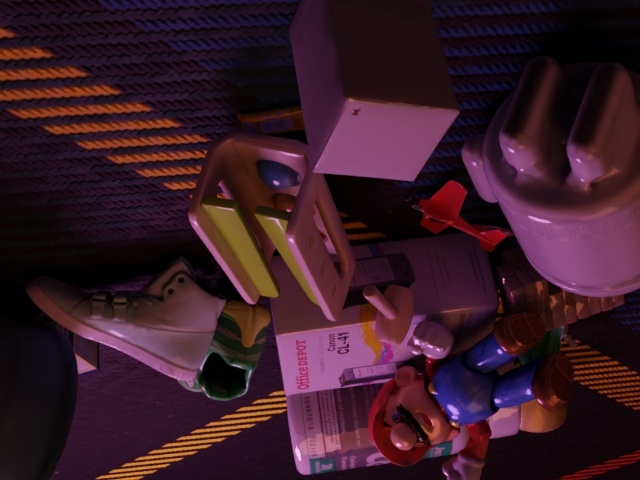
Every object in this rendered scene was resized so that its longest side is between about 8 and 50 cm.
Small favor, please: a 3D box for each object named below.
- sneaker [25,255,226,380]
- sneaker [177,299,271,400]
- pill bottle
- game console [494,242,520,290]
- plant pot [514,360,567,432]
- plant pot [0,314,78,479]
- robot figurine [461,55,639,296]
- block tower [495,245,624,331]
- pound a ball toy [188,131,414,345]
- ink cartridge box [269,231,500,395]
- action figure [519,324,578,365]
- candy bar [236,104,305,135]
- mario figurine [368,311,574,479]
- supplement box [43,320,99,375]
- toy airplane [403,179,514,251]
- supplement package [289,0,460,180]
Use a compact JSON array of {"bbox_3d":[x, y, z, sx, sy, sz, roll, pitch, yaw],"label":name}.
[{"bbox_3d":[-0.254,0.070,1.258,0.256,0.094,0.151,26,94,-11],"label":"sneaker"},{"bbox_3d":[-0.163,0.179,1.379,0.109,0.123,0.295,14,153,-17],"label":"sneaker"},{"bbox_3d":[0.127,0.255,1.516,0.361,0.204,0.204,-8,148,-1],"label":"pill bottle"},{"bbox_3d":[0.300,0.051,1.358,0.071,0.107,0.122,32,148,12],"label":"game console"},{"bbox_3d":[0.389,0.268,1.698,0.134,0.134,0.095,-3,123,-10],"label":"plant pot"},{"bbox_3d":[-0.546,0.196,1.163,0.341,0.341,0.334,-28,136,28],"label":"plant pot"},{"bbox_3d":[0.305,-0.062,1.058,0.300,0.199,0.353,17,162,33],"label":"robot figurine"},{"bbox_3d":[0.404,0.023,1.258,0.335,0.091,0.097,-18,123,-2],"label":"block tower"},{"bbox_3d":[0.000,0.000,1.110,0.208,0.135,0.319,10,159,17],"label":"pound a ball toy"},{"bbox_3d":[0.085,0.109,1.344,0.306,0.131,0.226,-9,149,-3],"label":"ink cartridge box"},{"bbox_3d":[0.369,0.151,1.519,0.063,0.137,0.232,-27,143,-15],"label":"action figure"},{"bbox_3d":[-0.015,-0.138,1.025,0.161,0.018,0.040,-10,145,2],"label":"candy bar"},{"bbox_3d":[0.173,0.225,1.247,0.170,0.198,0.320,12,145,-35],"label":"mario figurine"},{"bbox_3d":[-0.383,0.162,1.377,0.083,0.056,0.083,-16,148,11],"label":"supplement box"},{"bbox_3d":[0.176,-0.024,1.198,0.151,0.028,0.151,18,157,8],"label":"toy airplane"},{"bbox_3d":[0.043,-0.158,0.853,0.105,0.179,0.105,4,146,-20],"label":"supplement package"}]
